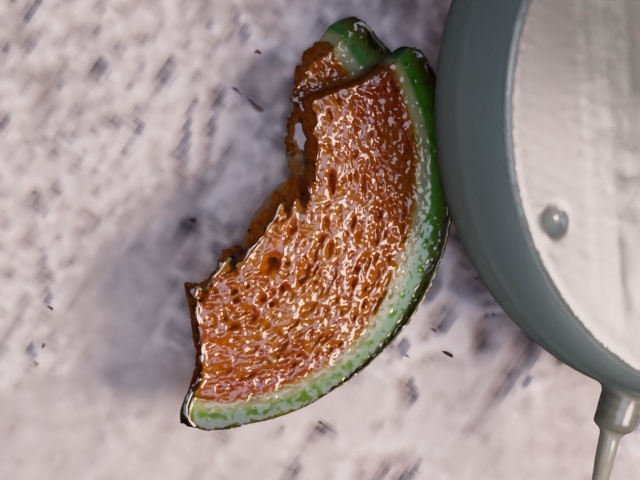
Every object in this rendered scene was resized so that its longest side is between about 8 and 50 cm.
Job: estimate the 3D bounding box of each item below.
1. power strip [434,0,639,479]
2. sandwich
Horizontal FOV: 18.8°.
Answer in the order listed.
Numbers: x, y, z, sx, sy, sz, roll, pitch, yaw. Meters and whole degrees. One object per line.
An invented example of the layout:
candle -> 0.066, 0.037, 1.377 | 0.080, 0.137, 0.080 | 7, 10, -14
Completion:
power strip -> 0.101, -0.025, 0.599 | 0.137, 0.044, 0.216 | -7, 98, -28
sandwich -> 0.000, 0.002, 0.598 | 0.067, 0.029, 0.135 | 30, 88, -17
